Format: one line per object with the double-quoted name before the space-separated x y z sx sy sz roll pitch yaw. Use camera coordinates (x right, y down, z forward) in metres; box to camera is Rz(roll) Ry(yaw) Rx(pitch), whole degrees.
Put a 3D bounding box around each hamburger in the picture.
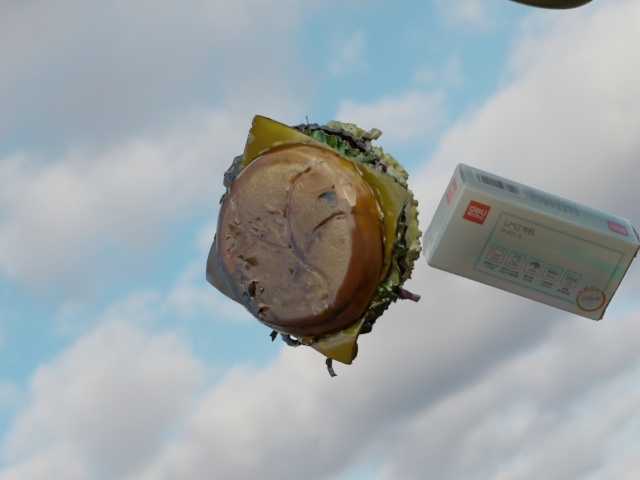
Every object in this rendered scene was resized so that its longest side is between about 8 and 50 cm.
"hamburger" 0.000 0.000 1.515 0.139 0.243 0.261 -4 -57 -58

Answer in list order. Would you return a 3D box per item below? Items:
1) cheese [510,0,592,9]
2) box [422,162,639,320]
"cheese" 0.259 -0.344 1.746 0.202 0.175 0.091 14 -53 -11
"box" 0.283 0.005 1.967 0.079 0.269 0.135 -91 21 -61
